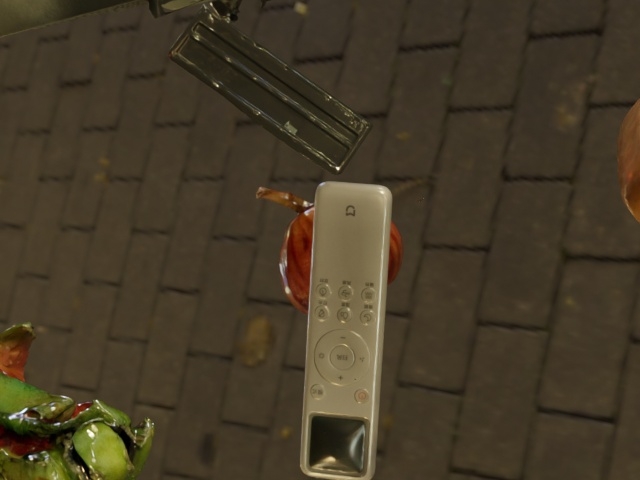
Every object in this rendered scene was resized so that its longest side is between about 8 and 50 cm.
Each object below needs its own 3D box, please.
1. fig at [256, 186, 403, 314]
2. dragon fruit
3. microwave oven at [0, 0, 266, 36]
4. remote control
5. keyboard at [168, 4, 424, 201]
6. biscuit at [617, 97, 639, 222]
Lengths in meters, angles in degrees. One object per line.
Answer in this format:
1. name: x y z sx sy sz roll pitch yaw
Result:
1. fig: 0.005 0.016 1.519 0.150 0.128 0.128 18 93 14
2. dragon fruit: -0.239 0.145 0.999 0.269 0.200 0.198 -40 40 53
3. microwave oven: -0.095 -0.367 1.249 0.236 0.432 0.374 -8 105 38
4. remote control: 0.021 0.081 1.323 0.067 0.029 0.261 5 99 11
5. keyboard: -0.019 -0.167 2.022 0.103 0.381 0.041 -56 -2 -21
6. biscuit: 0.386 0.042 1.188 0.078 0.455 0.350 -45 35 22
